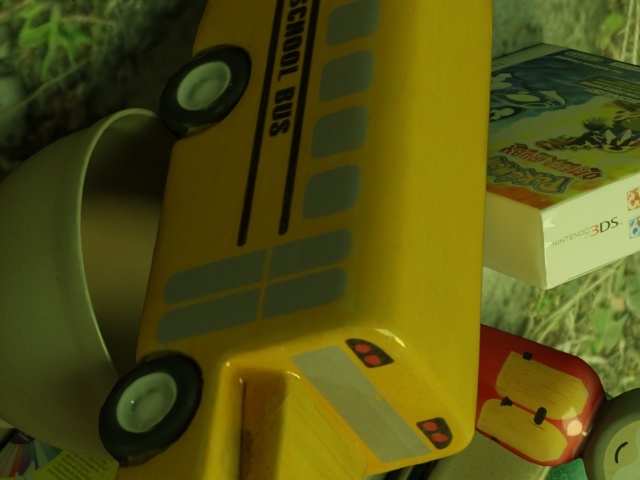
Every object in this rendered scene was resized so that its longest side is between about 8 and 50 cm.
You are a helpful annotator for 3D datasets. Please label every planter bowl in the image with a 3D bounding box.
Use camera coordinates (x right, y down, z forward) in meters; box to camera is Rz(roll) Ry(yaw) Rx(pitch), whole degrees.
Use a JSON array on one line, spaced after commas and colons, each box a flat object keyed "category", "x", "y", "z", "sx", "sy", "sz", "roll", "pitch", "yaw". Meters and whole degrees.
[{"category": "planter bowl", "x": -0.112, "y": 0.030, "z": 0.911, "sx": 0.162, "sy": 0.109, "sz": 0.162, "roll": 45, "pitch": 37, "yaw": -50}]

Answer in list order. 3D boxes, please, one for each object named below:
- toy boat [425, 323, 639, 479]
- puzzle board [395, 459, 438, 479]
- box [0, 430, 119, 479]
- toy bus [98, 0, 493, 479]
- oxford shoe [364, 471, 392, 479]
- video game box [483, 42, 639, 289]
[{"category": "toy boat", "x": 0.116, "y": 0.163, "z": 1.051, "sx": 0.267, "sy": 0.148, "sz": 0.318, "roll": -58, "pitch": 165, "yaw": -33}, {"category": "puzzle board", "x": 0.042, "y": 0.164, "z": 1.117, "sx": 0.128, "sy": 0.011, "sz": 0.096, "roll": -59, "pitch": 165, "yaw": -26}, {"category": "box", "x": -0.121, "y": 0.134, "z": 0.969, "sx": 0.179, "sy": 0.105, "sz": 0.043, "roll": -51, "pitch": 138, "yaw": -11}, {"category": "toy bus", "x": 0.000, "y": 0.000, "z": 0.876, "sx": 0.108, "sy": 0.130, "sz": 0.333, "roll": 52, "pitch": 33, "yaw": -41}, {"category": "oxford shoe", "x": -0.067, "y": 0.201, "z": 1.026, "sx": 0.449, "sy": 0.130, "sz": 0.169, "roll": -49, "pitch": 128, "yaw": -14}, {"category": "video game box", "x": 0.117, "y": -0.046, "z": 1.020, "sx": 0.187, "sy": 0.205, "sz": 0.048, "roll": -23, "pitch": 116, "yaw": -30}]
